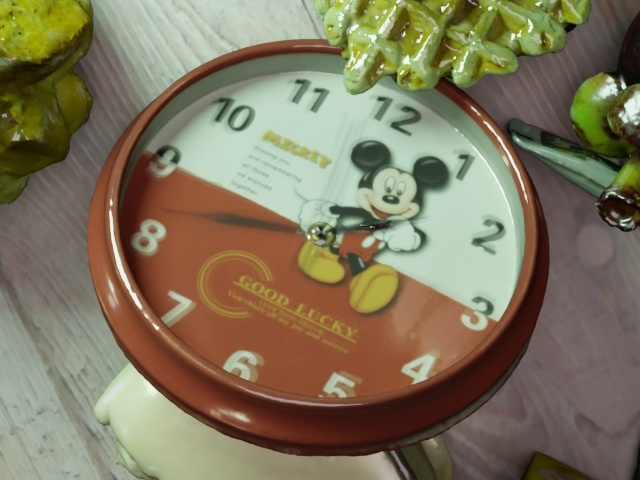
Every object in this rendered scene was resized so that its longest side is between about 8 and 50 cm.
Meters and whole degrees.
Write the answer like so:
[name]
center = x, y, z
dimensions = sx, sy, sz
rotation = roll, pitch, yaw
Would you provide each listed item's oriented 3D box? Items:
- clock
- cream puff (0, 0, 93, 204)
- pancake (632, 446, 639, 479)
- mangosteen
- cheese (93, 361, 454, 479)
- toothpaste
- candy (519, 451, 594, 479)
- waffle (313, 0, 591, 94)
[clock]
center = 0.000, 0.000, 1.136
dimensions = 0.318, 0.080, 0.319
rotation = 3, 58, -4
[cream puff]
center = -0.269, -0.130, 1.146
dimensions = 0.244, 0.196, 0.244
rotation = 3, 128, 4
[pancake]
center = 0.344, 0.190, 1.157
dimensions = 0.294, 0.049, 0.295
rotation = -4, 84, 44
[mangosteen]
center = 0.264, -0.100, 1.142
dimensions = 0.184, 0.172, 0.173
rotation = -12, 98, 5
[cheese]
center = -0.032, 0.173, 1.204
dimensions = 0.233, 0.127, 0.266
rotation = -33, 94, 8
[toothpaste]
center = 0.246, -0.019, 1.207
dimensions = 0.255, 0.067, 0.037
rotation = 29, 109, -6
[candy]
center = 0.124, 0.301, 1.206
dimensions = 0.088, 0.146, 0.276
rotation = 29, 99, 9
[waffle]
center = 0.089, -0.208, 1.164
dimensions = 0.207, 0.054, 0.214
rotation = -12, 77, -4
